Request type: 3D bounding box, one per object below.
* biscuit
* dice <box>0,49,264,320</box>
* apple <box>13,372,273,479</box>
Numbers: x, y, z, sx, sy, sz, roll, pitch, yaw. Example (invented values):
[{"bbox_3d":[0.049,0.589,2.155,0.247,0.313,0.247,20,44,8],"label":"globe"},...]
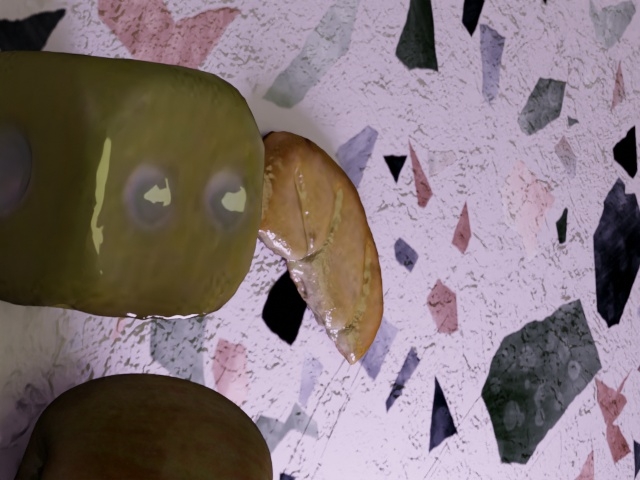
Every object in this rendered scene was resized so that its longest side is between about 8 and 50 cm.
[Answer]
[{"bbox_3d":[0.002,-0.002,2.184,0.299,0.045,0.154,54,54,-39],"label":"biscuit"},{"bbox_3d":[-0.207,-0.051,1.779,0.233,0.238,0.226,5,92,-51],"label":"dice"},{"bbox_3d":[-0.177,0.251,1.859,0.234,0.257,0.257,19,78,-18],"label":"apple"}]
